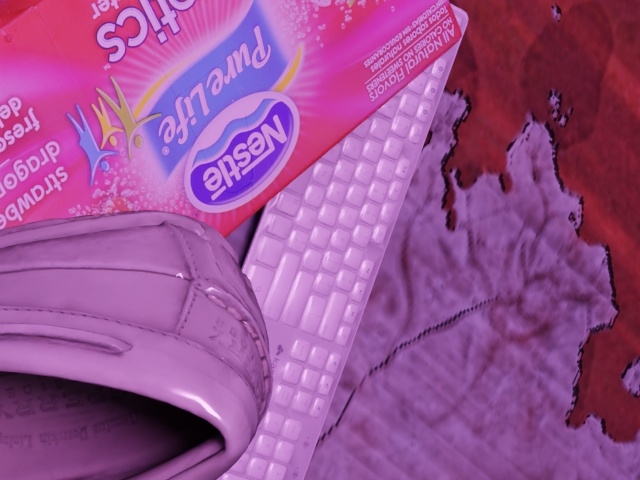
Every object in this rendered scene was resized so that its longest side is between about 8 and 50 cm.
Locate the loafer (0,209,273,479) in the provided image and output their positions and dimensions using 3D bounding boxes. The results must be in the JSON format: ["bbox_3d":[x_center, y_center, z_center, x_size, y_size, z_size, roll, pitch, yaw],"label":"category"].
[{"bbox_3d":[-0.172,0.069,0.620,0.319,0.111,0.112,-17,116,4],"label":"loafer"}]

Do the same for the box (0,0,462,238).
[{"bbox_3d":[-0.083,-0.065,0.769,0.257,0.128,0.122,-41,119,-31],"label":"box"}]

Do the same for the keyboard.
[{"bbox_3d":[0.000,0.000,0.906,0.072,0.014,0.256,24,84,-40],"label":"keyboard"}]
